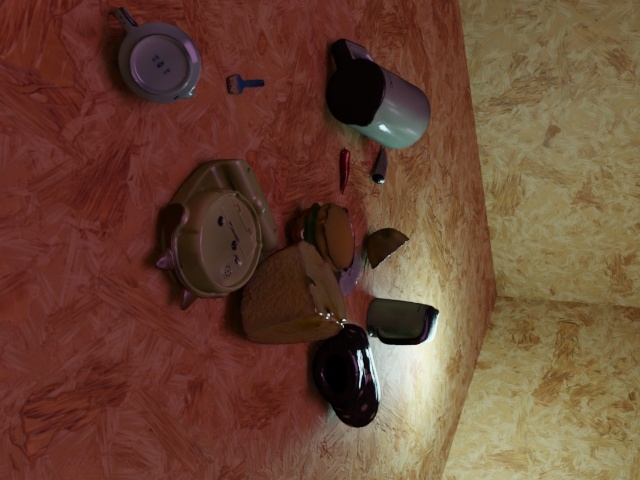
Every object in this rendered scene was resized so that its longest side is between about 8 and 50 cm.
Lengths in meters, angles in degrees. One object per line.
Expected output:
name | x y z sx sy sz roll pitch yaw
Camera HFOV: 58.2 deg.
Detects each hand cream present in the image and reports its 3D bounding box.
hand cream | 0.246 -0.294 2.310 0.186 0.054 0.087 -69 151 -41

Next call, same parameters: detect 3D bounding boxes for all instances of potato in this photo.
potato | 0.239 0.017 2.244 0.202 0.182 0.117 -35 86 -34

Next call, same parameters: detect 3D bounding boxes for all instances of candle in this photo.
candle | 0.086 0.098 2.026 0.169 0.068 0.192 -4 97 -57

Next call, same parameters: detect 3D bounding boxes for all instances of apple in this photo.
apple | -0.056 0.171 1.589 0.313 0.252 0.309 -61 159 -4

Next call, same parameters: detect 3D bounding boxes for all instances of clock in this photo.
clock | -0.248 -0.002 1.370 0.348 0.117 0.286 -58 139 -41

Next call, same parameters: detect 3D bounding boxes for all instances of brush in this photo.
brush | -0.196 -0.419 1.538 0.164 0.014 0.051 -29 118 -58

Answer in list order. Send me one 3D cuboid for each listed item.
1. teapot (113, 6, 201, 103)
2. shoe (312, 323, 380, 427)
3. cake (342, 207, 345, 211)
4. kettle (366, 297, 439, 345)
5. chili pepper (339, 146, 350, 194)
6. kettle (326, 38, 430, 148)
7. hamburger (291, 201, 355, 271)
teapot | -0.336 -0.375 1.184 0.232 0.159 0.158 50 48 -31
shoe | 0.088 0.491 1.948 0.237 0.172 0.383 -33 119 -64
cake | 0.096 -0.059 2.049 0.052 0.065 0.121 55 39 -51
kettle | 0.319 0.336 2.273 0.240 0.256 0.165 -48 134 -49
chili pepper | 0.087 -0.251 2.045 0.045 0.027 0.178 12 84 -61
kettle | 0.190 -0.529 2.034 0.377 0.250 0.360 4 68 -58
hamburger | 0.000 0.000 1.785 0.237 0.149 0.236 28 58 -60
